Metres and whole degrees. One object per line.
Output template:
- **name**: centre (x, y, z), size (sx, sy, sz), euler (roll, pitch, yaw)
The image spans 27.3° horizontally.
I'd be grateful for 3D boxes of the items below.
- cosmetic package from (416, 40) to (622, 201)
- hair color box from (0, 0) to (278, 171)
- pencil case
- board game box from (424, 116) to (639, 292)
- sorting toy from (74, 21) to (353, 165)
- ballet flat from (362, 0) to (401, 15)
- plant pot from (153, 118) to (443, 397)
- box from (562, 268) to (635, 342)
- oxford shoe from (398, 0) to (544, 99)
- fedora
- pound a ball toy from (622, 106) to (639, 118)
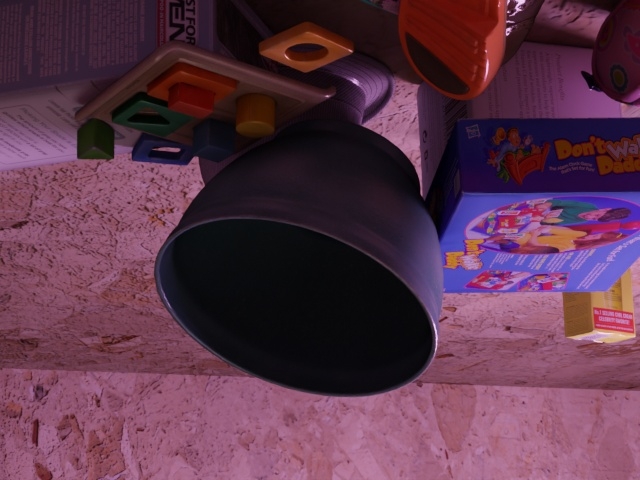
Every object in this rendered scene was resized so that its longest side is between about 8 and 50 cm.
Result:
- **cosmetic package**: centre (0.221, -0.125, 1.474), size (0.184, 0.151, 0.151), euler (5, 161, -17)
- **hair color box**: centre (-0.248, -0.168, 1.354), size (0.375, 0.113, 0.185), euler (-6, 163, 17)
- **pencil case**: centre (0.419, -0.175, 1.387), size (0.284, 0.124, 0.124), euler (8, 161, -31)
- **board game box**: centre (0.234, -0.027, 1.401), size (0.234, 0.078, 0.347), euler (0, 162, -4)
- **sorting toy**: centre (-0.110, -0.120, 1.253), size (0.196, 0.047, 0.348), euler (10, 159, -34)
- **ballet flat**: centre (0.111, -0.236, 1.257), size (0.079, 0.076, 0.222), euler (-36, 147, 28)
- **plant pot**: centre (0.000, 0.000, 1.366), size (0.293, 0.196, 0.293), euler (13, 144, 10)
- **box**: centre (0.381, 0.022, 1.829), size (0.087, 0.232, 0.058), euler (10, 162, -31)
- **oxford shoe**: centre (0.150, -0.274, 1.094), size (0.130, 0.133, 0.363), euler (40, 155, 14)
- **fedora**: centre (-0.046, -0.115, 1.525), size (0.275, 0.124, 0.244), euler (-17, 158, 40)
- **pound a ball toy**: centre (0.459, -0.103, 1.584), size (0.319, 0.135, 0.208), euler (5, 158, -24)
